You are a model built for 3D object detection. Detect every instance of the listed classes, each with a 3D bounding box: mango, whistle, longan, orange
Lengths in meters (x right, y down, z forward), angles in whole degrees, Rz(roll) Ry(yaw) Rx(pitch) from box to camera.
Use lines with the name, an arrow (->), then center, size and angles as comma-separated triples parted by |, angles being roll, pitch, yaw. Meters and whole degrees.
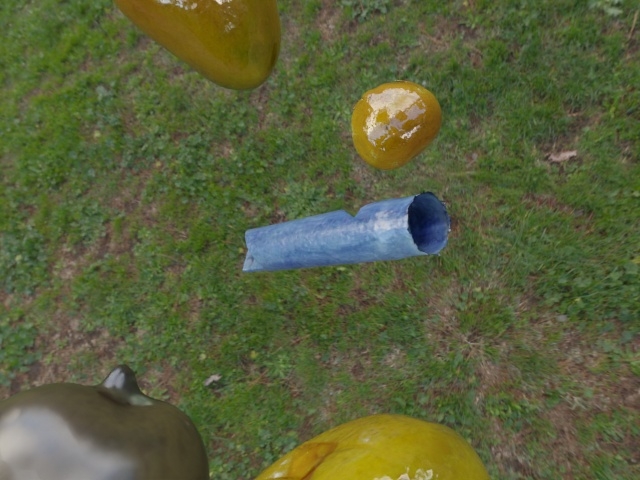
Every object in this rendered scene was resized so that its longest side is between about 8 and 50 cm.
mango -> -0.144, -0.298, 0.587 | 0.175, 0.254, 0.139 | -18, 42, 51
mango -> 0.012, 0.323, 0.521 | 0.364, 0.253, 0.182 | -30, 91, -3
whistle -> 0.000, 0.000, 0.544 | 0.304, 0.062, 0.062 | -9, 74, 50
longan -> -0.283, 0.299, 0.592 | 0.300, 0.243, 0.300 | 13, 52, -17
orange -> 0.123, -0.194, 0.821 | 0.154, 0.155, 0.134 | -39, 92, 6
